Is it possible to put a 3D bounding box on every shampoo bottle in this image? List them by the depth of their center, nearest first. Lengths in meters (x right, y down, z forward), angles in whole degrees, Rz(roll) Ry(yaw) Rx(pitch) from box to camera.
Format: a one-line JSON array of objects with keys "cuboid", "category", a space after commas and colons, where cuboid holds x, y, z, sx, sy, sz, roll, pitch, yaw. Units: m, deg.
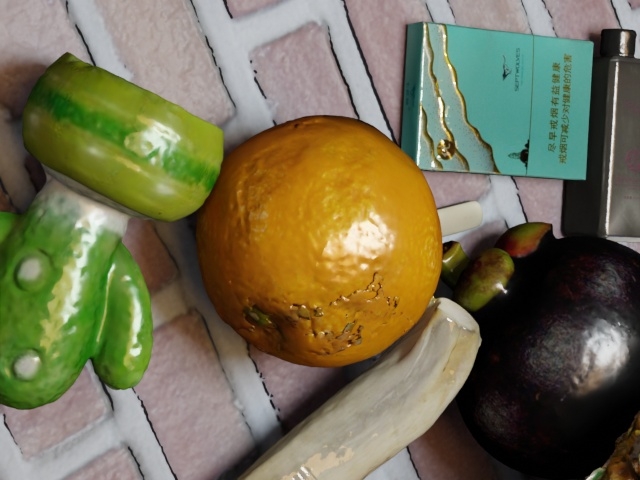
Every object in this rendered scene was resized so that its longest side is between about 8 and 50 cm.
[{"cuboid": [0.340, -0.122, 1.635, 0.080, 0.079, 0.246, 2, 92, -30], "category": "shampoo bottle"}]

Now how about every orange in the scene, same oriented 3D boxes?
[{"cuboid": [0.000, 0.000, 1.364, 0.246, 0.246, 0.246, -2, 94, -29], "category": "orange"}]

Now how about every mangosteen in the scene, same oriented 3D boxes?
[{"cuboid": [0.239, 0.104, 1.517, 0.302, 0.275, 0.275, 39, 72, 10], "category": "mangosteen"}]

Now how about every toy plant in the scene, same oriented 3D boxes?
[{"cuboid": [-0.225, 0.004, 1.285, 0.224, 0.184, 0.316, 28, 90, -7], "category": "toy plant"}]

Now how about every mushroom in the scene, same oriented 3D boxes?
[{"cuboid": [0.026, 0.198, 1.423, 0.351, 0.095, 0.123, -44, 147, 0], "category": "mushroom"}]

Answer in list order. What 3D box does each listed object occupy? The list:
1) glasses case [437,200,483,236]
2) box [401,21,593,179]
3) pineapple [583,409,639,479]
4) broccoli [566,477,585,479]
[{"cuboid": [0.145, -0.023, 1.565, 0.083, 0.021, 0.032, -15, 101, -28], "category": "glasses case"}, {"cuboid": [0.199, -0.153, 1.572, 0.229, 0.041, 0.162, 2, 91, -26], "category": "box"}, {"cuboid": [0.432, 0.264, 1.347, 0.352, 0.300, 0.352, -36, 149, -25], "category": "pineapple"}, {"cuboid": [0.379, 0.275, 1.637, 0.194, 0.194, 0.220, 26, 68, -28], "category": "broccoli"}]
